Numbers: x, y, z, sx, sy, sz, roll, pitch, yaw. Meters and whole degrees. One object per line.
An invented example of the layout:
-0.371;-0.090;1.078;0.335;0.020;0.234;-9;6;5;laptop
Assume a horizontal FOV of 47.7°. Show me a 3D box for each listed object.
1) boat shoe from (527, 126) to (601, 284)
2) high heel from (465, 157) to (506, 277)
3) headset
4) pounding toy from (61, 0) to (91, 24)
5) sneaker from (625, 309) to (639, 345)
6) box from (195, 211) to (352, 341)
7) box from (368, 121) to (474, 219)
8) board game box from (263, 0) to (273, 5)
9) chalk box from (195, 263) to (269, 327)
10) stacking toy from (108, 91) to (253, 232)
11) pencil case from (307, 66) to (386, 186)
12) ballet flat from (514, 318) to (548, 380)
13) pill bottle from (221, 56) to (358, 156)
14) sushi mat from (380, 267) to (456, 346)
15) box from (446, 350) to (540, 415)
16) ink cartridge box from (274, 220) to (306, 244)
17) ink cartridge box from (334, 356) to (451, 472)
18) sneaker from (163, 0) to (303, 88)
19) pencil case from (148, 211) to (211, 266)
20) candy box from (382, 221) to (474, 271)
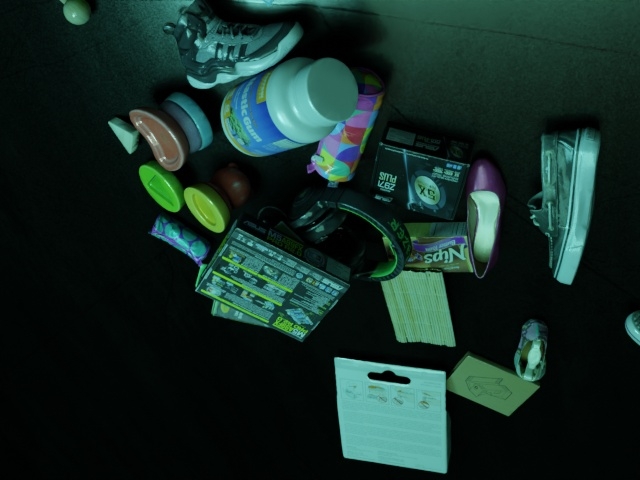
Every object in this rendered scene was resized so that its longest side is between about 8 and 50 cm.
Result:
0.463;-0.069;1.402;0.119;0.121;0.335;10;124;22;boat shoe
0.325;-0.043;1.459;0.082;0.117;0.244;7;133;15;high heel
0.000;0.000;1.562;0.394;0.185;0.243;9;141;37;headset
-0.460;-0.504;1.323;0.183;0.110;0.237;43;131;-20;pounding toy
0.755;0.268;1.606;0.282;0.102;0.161;31;137;-10;sneaker
-0.100;0.083;1.543;0.270;0.060;0.216;27;129;-13;box
0.199;-0.137;1.445;0.180;0.077;0.147;15;136;6;box
-0.123;-0.498;1.263;0.154;0.026;0.103;35;134;-13;board game box
-0.179;0.100;1.688;0.213;0.132;0.132;15;117;-8;chalk box
-0.299;-0.189;1.599;0.279;0.130;0.309;14;138;45;stacking toy
0.049;-0.218;1.409;0.104;0.104;0.236;21;132;1;pencil case
0.502;0.282;1.724;0.076;0.079;0.222;6;133;14;ballet flat
-0.057;-0.246;1.325;0.152;0.152;0.272;46;153;-23;pill bottle
0.231;0.162;1.717;0.151;0.019;0.316;1;141;18;sushi mat
0.436;0.373;1.875;0.201;0.021;0.164;23;135;-2;box
-0.124;0.067;1.775;0.235;0.056;0.171;-40;112;16;ink cartridge box
0.205;0.469;2.024;0.308;0.091;0.385;5;122;17;ink cartridge box
-0.171;-0.382;1.334;0.268;0.101;0.153;-11;129;32;sneaker
-0.342;-0.004;1.775;0.151;0.070;0.064;33;134;-13;pencil case
0.240;0.016;1.591;0.186;0.053;0.109;1;132;22;candy box
